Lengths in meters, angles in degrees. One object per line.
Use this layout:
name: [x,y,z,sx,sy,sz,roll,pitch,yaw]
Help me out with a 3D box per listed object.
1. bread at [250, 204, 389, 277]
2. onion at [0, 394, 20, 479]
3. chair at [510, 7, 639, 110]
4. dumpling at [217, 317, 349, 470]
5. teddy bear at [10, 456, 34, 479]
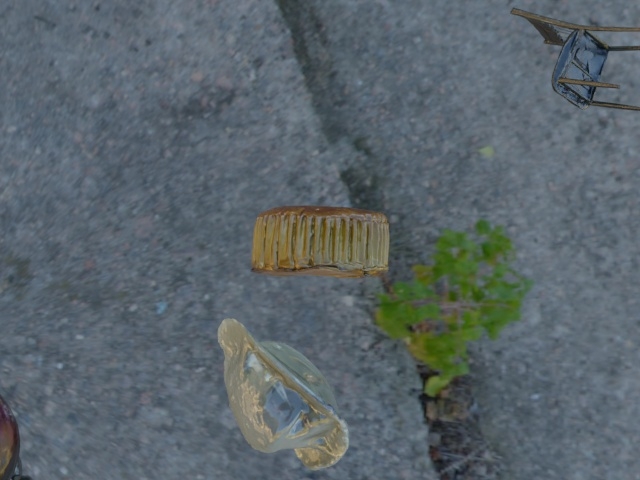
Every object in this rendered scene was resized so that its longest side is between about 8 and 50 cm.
bread: [0.000,0.000,1.476,0.199,0.199,0.104,3,87,-21]
onion: [-0.468,0.210,1.144,0.281,0.221,0.281,-1,94,-16]
chair: [0.131,-0.091,0.534,0.037,0.086,0.042,25,90,-41]
dumpling: [-0.062,0.248,1.648,0.243,0.227,0.175,25,75,-20]
teddy bear: [-0.481,0.332,1.426,0.144,0.171,0.251,-56,143,-19]
